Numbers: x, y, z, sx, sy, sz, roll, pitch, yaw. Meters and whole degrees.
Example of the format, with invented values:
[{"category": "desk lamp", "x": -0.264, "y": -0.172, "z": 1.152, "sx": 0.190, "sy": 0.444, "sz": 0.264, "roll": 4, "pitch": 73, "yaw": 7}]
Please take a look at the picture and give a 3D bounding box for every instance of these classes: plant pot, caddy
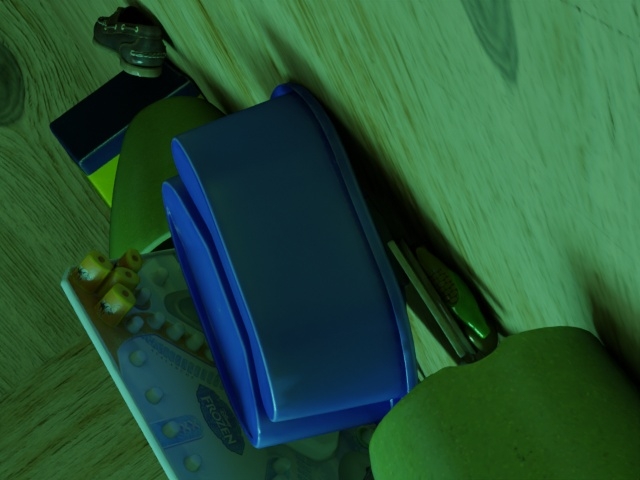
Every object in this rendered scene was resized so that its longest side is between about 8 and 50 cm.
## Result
[{"category": "plant pot", "x": -0.151, "y": -0.036, "z": 2.024, "sx": 0.275, "sy": 0.275, "sz": 0.293, "roll": 59, "pitch": -174, "yaw": -48}, {"category": "plant pot", "x": 0.162, "y": 0.206, "z": 1.066, "sx": 0.254, "sy": 0.276, "sz": 0.276, "roll": 62, "pitch": 179, "yaw": 30}, {"category": "caddy", "x": -0.015, "y": 0.025, "z": 1.491, "sx": 0.241, "sy": 0.179, "sz": 0.341, "roll": 117, "pitch": 134, "yaw": -69}]

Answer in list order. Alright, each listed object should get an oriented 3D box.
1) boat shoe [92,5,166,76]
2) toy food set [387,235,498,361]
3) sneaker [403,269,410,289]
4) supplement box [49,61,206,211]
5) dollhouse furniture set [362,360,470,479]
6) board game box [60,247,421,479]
[{"category": "boat shoe", "x": -0.251, "y": -0.276, "z": 2.176, "sx": 0.207, "sy": 0.073, "sz": 0.073, "roll": 37, "pitch": 126, "yaw": 57}, {"category": "toy food set", "x": 0.114, "y": 0.048, "z": 1.446, "sx": 0.132, "sy": 0.038, "sz": 0.192, "roll": 58, "pitch": -176, "yaw": 8}, {"category": "sneaker", "x": 0.000, "y": 0.000, "z": 1.668, "sx": 0.236, "sy": 0.104, "sz": 0.095, "roll": 45, "pitch": 169, "yaw": 46}, {"category": "supplement box", "x": -0.196, "y": -0.063, "z": 2.347, "sx": 0.356, "sy": 0.195, "sz": 0.194, "roll": 57, "pitch": 173, "yaw": -29}, {"category": "dollhouse furniture set", "x": 0.212, "y": 0.261, "z": 1.425, "sx": 0.303, "sy": 0.198, "sz": 0.286, "roll": 28, "pitch": -179, "yaw": -9}, {"category": "board game box", "x": -0.021, "y": 0.151, "z": 1.663, "sx": 0.390, "sy": 0.050, "sz": 0.390, "roll": -10, "pitch": -119, "yaw": -48}]
